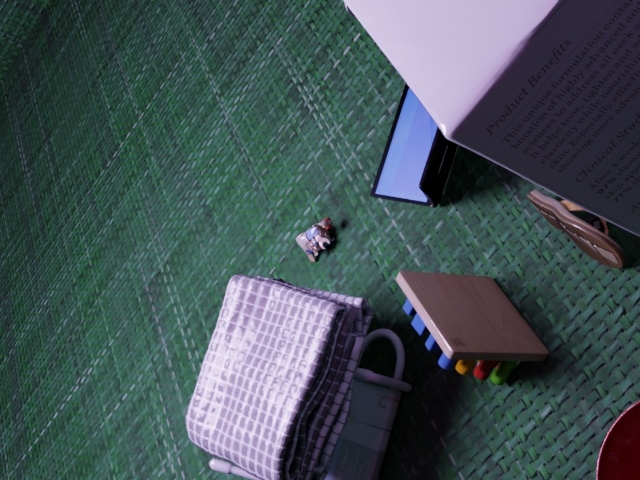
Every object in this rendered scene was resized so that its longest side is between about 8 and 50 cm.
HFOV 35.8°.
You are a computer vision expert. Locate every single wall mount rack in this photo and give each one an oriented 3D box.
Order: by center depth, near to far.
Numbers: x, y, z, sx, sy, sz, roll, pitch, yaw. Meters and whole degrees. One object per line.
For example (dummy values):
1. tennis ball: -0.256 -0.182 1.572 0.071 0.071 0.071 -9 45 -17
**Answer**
1. wall mount rack: -0.013 0.285 1.510 0.304 0.131 0.349 6 78 52

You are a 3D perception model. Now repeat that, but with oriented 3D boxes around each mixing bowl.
1. mixing bowl: 0.398 0.259 1.055 0.181 0.098 0.181 -24 56 41

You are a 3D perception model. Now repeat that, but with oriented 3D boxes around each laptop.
1. laptop: 0.149 -0.182 1.519 0.137 0.264 0.234 16 87 15

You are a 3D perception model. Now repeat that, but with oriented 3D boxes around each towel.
1. towel: -0.064 0.194 1.426 0.235 0.121 0.283 12 82 48

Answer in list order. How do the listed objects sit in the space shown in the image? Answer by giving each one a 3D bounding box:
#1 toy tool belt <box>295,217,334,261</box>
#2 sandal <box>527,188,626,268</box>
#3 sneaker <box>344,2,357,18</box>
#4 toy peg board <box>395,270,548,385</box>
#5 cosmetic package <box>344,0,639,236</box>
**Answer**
1. toy tool belt: 0.000 0.000 1.697 0.083 0.052 0.051 -34 81 41
2. sandal: 0.338 -0.028 1.292 0.049 0.072 0.180 -41 37 1
3. sneaker: 0.123 -0.522 1.738 0.271 0.100 0.108 -49 37 24
4. toy peg board: 0.189 0.124 1.330 0.161 0.161 0.079 58 134 45
5. cosmetic package: 0.306 -0.264 1.161 0.329 0.394 0.327 -50 42 22
